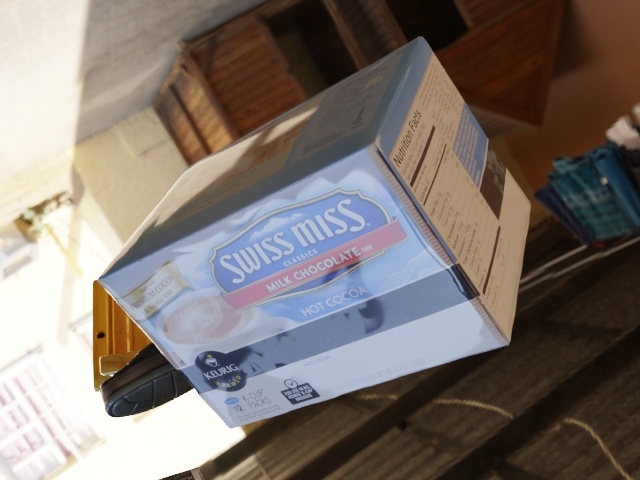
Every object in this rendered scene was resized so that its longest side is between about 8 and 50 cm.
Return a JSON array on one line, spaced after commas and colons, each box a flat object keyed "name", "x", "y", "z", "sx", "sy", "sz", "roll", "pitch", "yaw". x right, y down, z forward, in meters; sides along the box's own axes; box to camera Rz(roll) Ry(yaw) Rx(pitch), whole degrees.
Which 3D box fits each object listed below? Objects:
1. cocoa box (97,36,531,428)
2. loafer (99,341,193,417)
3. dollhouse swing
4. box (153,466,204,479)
[{"name": "cocoa box", "x": 0.000, "y": 0.000, "z": 0.805, "sx": 0.347, "sy": 0.228, "sz": 0.231, "roll": -23, "pitch": -155, "yaw": 32}, {"name": "loafer", "x": -0.172, "y": 0.142, "z": 1.041, "sx": 0.267, "sy": 0.084, "sz": 0.096, "roll": -23, "pitch": 150, "yaw": -28}, {"name": "dollhouse swing", "x": -0.235, "y": 0.121, "z": 1.410, "sx": 0.346, "sy": 0.315, "sz": 0.305, "roll": -4, "pitch": 152, "yaw": -10}, {"name": "box", "x": -0.307, "y": 0.427, "z": 1.051, "sx": 0.307, "sy": 0.077, "sz": 0.242, "roll": -11, "pitch": 143, "yaw": -24}]
